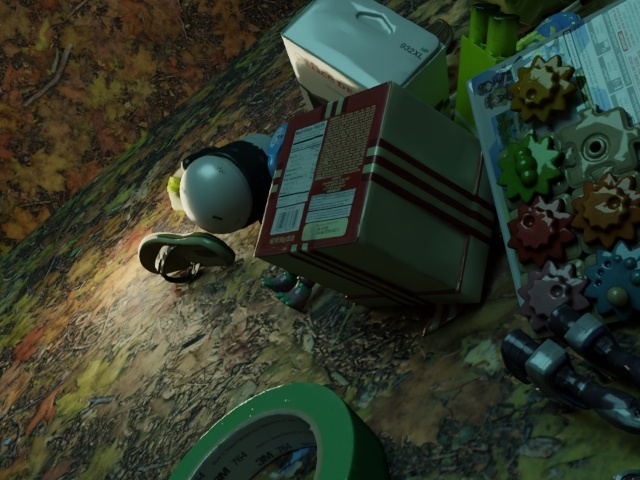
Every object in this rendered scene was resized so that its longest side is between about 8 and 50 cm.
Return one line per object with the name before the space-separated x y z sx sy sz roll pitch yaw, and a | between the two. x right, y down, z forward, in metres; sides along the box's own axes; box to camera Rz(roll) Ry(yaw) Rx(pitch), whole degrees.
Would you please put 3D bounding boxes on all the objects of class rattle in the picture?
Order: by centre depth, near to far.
rattle | -0.284 -0.132 1.987 0.200 0.142 0.130 -19 62 9

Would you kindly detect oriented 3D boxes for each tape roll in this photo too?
tape roll | -0.072 0.319 0.904 0.321 0.077 0.321 -31 26 17

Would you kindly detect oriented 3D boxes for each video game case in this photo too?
video game case | 0.334 -0.109 0.880 0.300 0.036 0.328 -24 64 35

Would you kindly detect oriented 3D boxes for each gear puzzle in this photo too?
gear puzzle | 0.279 -0.068 0.861 0.176 0.044 0.338 -20 66 37

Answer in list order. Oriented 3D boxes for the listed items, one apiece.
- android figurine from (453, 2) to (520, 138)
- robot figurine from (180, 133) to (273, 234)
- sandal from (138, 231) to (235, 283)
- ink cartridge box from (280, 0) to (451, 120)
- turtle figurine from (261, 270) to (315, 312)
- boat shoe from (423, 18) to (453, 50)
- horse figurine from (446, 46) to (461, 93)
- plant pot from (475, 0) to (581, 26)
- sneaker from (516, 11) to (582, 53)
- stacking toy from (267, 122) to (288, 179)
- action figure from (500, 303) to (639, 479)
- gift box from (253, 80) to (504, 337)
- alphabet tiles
android figurine | 0.248 -0.204 1.132 0.056 0.272 0.248 -4 25 -5
robot figurine | -0.162 -0.119 1.587 0.209 0.173 0.278 -5 20 40
sandal | -0.304 0.044 1.636 0.303 0.120 0.086 -8 54 48
ink cartridge box | 0.086 -0.226 1.227 0.223 0.307 0.129 38 78 25
turtle figurine | 0.000 0.000 1.280 0.234 0.118 0.175 -56 11 1
boat shoe | 0.153 -0.395 1.709 0.324 0.116 0.123 -40 25 1
horse figurine | 0.223 -0.299 1.439 0.174 0.066 0.263 -41 0 18
plant pot | 0.402 -0.554 1.500 0.276 0.276 0.253 -33 37 15
sneaker | 0.341 -0.280 1.083 0.126 0.091 0.240 -46 19 1
stacking toy | 0.064 -0.155 1.442 0.302 0.165 0.175 -9 36 25
action figure | 0.294 0.144 0.670 0.185 0.099 0.285 -37 29 -10
gift box | 0.082 -0.024 1.049 0.255 0.258 0.276 -2 69 53
alphabet tiles | 0.333 -0.323 1.362 0.284 0.021 0.278 -37 4 6
